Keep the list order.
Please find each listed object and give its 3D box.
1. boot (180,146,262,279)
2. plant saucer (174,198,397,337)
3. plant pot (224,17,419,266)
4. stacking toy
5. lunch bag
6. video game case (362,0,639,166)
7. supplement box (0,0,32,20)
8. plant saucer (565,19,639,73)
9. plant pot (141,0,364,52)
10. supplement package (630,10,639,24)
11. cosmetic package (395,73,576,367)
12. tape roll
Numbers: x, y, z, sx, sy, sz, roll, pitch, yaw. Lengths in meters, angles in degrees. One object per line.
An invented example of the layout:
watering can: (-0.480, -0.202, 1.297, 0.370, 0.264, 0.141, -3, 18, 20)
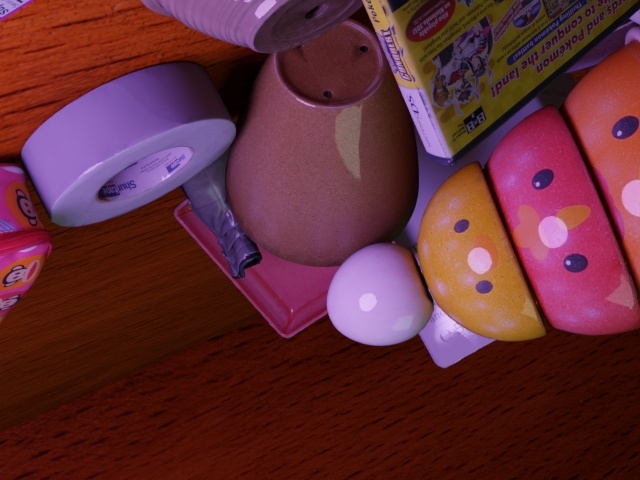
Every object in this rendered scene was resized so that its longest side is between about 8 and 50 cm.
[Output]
boot: (-0.120, -0.040, 1.481, 0.083, 0.161, 0.246, -28, 171, -8)
plant saucer: (-0.041, -0.017, 1.637, 0.259, 0.258, 0.047, -35, -170, 33)
plant pot: (0.005, -0.128, 1.279, 0.237, 0.237, 0.254, -27, 158, -13)
stacking toy: (0.234, 0.007, 1.267, 0.480, 0.350, 0.350, -24, 172, 9)
lunch bag: (-0.433, 0.042, 1.162, 0.258, 0.120, 0.293, -17, 164, -38)
video game case: (0.149, -0.236, 0.908, 0.275, 0.248, 0.035, -40, -146, -19)
supplement box: (-0.135, -0.223, 0.597, 0.220, 0.111, 0.114, -29, 172, 5)
plant saucer: (0.345, -0.286, 1.425, 0.311, 0.050, 0.310, -25, -157, 12)
plant pot: (-0.030, -0.226, 0.908, 0.237, 0.109, 0.237, -27, 170, -5)
supplement package: (0.362, -0.312, 1.086, 0.194, 0.203, 0.149, -68, -170, -26)
cosmetic package: (0.262, -0.073, 1.715, 0.329, 0.393, 0.327, -34, 171, 24)
tape roll: (-0.200, -0.099, 1.203, 0.219, 0.072, 0.219, -29, 171, -5)
